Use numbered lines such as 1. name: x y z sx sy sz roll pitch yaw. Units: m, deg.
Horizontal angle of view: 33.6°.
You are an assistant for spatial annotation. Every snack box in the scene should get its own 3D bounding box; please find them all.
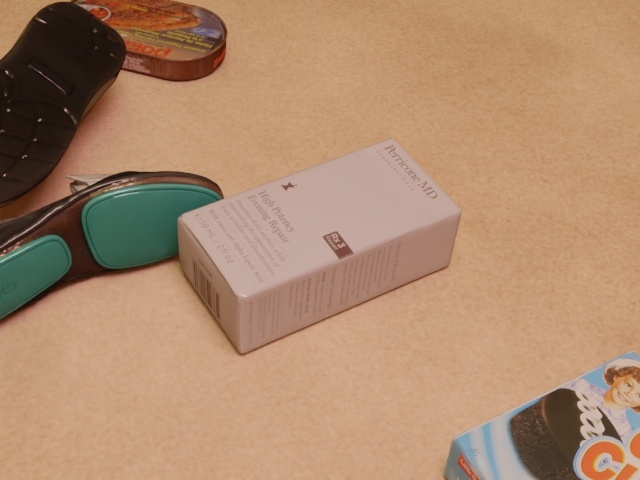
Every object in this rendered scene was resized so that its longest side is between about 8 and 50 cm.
1. snack box: 0.258 0.241 0.773 0.187 0.060 0.322 -21 52 -23

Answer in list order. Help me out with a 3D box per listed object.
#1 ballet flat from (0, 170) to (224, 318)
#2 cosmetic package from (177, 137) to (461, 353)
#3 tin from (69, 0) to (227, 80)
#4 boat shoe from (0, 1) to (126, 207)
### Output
1. ballet flat: -0.226 -0.011 0.949 0.281 0.095 0.096 -22 40 -23
2. cosmetic package: 0.000 0.000 0.962 0.231 0.085 0.117 -23 54 -23
3. tin: -0.198 -0.232 1.195 0.190 0.040 0.106 15 43 9
4. boat shoe: -0.297 -0.104 1.012 0.122 0.120 0.324 41 41 -8
